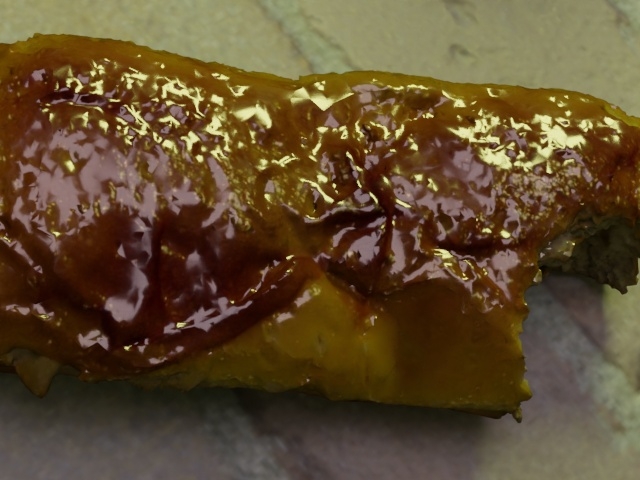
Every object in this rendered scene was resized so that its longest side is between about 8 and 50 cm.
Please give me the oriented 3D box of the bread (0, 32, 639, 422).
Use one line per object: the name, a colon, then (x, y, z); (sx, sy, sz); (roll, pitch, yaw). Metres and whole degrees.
bread: (0.000, 0.000, 0.805); (0.380, 0.109, 0.185); (4, 64, -13)
